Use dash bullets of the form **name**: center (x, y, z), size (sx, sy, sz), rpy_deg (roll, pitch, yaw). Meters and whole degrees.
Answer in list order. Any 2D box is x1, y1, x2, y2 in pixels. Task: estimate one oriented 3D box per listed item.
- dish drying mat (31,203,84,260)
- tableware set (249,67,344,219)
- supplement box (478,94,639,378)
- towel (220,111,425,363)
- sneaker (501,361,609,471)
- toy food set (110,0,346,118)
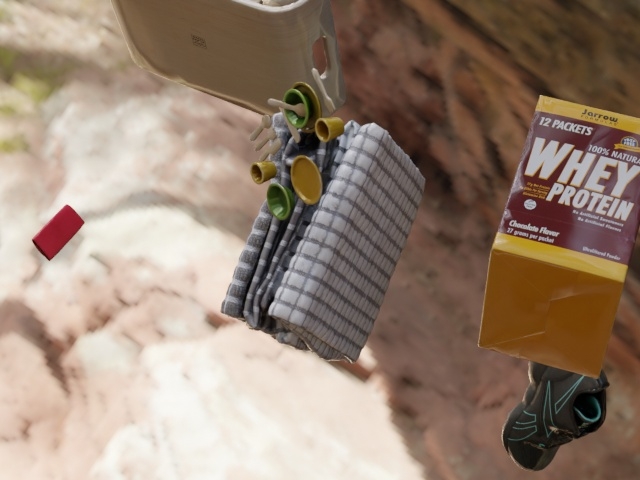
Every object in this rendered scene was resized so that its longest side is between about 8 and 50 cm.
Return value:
- **dish drying mat**: center (-0.292, -0.009, 1.866), size (0.032, 0.008, 0.083), rpy_deg (53, 35, -13)
- **tableware set**: center (-0.025, -0.084, 1.573), size (0.024, 0.154, 0.104), rpy_deg (-18, 78, -35)
- **supplement box**: center (0.251, -0.003, 1.689), size (0.129, 0.194, 0.191), rpy_deg (15, -32, 10)
- **towel**: center (0.000, 0.000, 1.774), size (0.121, 0.235, 0.284), rpy_deg (21, -4, 18)
- **sneaker**: center (0.319, 0.238, 2.266), size (0.101, 0.267, 0.106), rpy_deg (-24, 53, -27)
- **toy food set**: center (-0.121, -0.267, 1.989), size (0.306, 0.092, 0.219), rpy_deg (22, -26, 20)
